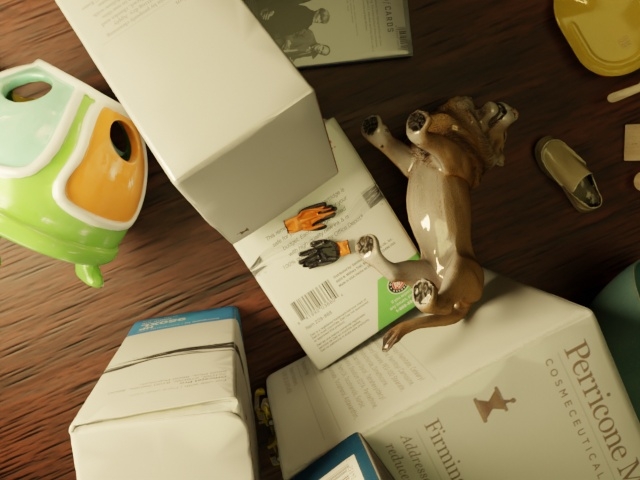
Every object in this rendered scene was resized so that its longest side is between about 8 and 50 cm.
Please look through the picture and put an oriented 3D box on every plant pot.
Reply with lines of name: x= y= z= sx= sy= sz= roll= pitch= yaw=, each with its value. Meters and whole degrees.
plant pot: x=0.483 y=0.200 z=0.937 sx=0.290 sy=0.290 sz=0.195 roll=40 pitch=127 yaw=-10

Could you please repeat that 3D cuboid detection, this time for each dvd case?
dvd case: x=0.009 y=-0.344 z=0.910 sx=0.238 sy=0.029 sz=0.179 roll=-8 pitch=98 yaw=-7

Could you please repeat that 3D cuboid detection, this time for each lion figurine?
lion figurine: x=0.163 y=-0.031 z=0.840 sx=0.240 sy=0.142 sz=0.392 roll=24 pitch=69 yaw=-46

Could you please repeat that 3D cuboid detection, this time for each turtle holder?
turtle holder: x=-0.361 y=-0.105 z=0.806 sx=0.243 sy=0.320 sz=0.227 roll=26 pitch=94 yaw=-42

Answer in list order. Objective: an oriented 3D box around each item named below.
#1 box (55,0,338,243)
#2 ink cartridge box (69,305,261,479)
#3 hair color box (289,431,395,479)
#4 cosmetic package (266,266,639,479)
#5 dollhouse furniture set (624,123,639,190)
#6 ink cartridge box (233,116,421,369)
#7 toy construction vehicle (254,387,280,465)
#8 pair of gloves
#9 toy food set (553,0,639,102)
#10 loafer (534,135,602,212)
box: x=-0.151 y=-0.200 z=0.746 sx=0.168 sy=0.215 sz=0.345 roll=-34 pitch=72 yaw=-3
ink cartridge box: x=-0.161 y=0.269 z=0.774 sx=0.166 sy=0.395 sz=0.286 roll=-8 pitch=97 yaw=-7
hair color box: x=0.108 y=0.375 z=0.604 sx=0.105 sy=0.174 sz=0.347 roll=-36 pitch=99 yaw=-2
cosmetic package: x=0.175 y=0.282 z=0.856 sx=0.393 sy=0.327 sz=0.329 roll=-27 pitch=99 yaw=-4
dollhouse furniture set: x=0.584 y=-0.116 z=1.014 sx=0.151 sy=0.123 sz=0.144 roll=-7 pitch=99 yaw=-42
ink cartridge box: x=0.000 y=0.000 z=0.902 sx=0.211 sy=0.121 sz=0.289 roll=-33 pitch=99 yaw=-3
toy construction vehicle: x=-0.078 y=0.280 z=0.944 sx=0.035 sy=0.086 sz=0.098 roll=-19 pitch=100 yaw=1
pair of gloves: x=-0.004 y=-0.006 z=0.833 sx=0.074 sy=0.010 sz=0.083 roll=-21 pitch=101 yaw=-6
toy food set: x=0.444 y=-0.323 z=0.957 sx=0.128 sy=0.071 sz=0.218 roll=-30 pitch=98 yaw=21
loafer: x=0.393 y=-0.104 z=0.978 sx=0.056 sy=0.050 sz=0.148 roll=-45 pitch=100 yaw=-1
